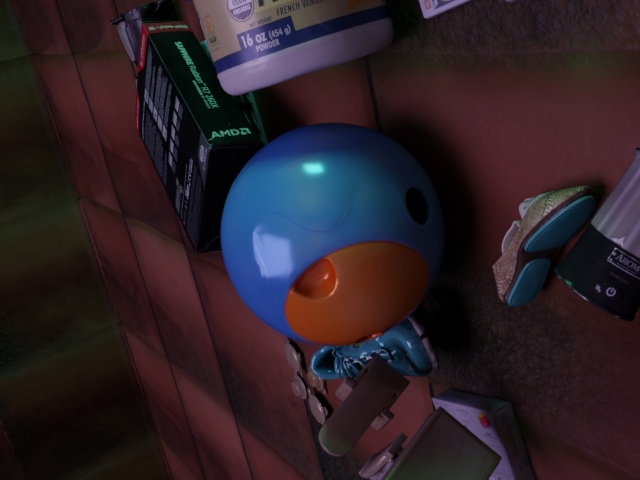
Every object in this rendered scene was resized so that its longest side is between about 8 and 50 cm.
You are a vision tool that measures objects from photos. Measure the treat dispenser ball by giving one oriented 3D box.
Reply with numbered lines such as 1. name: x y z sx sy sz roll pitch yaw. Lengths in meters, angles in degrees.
1. treat dispenser ball: 0.016 -0.008 1.103 0.288 0.288 0.288 44 146 40

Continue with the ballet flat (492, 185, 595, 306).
1. ballet flat: 0.235 -0.006 0.941 0.206 0.073 0.067 109 147 -50

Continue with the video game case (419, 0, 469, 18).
1. video game case: 0.142 -0.341 0.897 0.190 0.022 0.173 -2 109 63

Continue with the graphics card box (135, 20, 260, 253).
1. graphics card box: -0.223 -0.185 1.468 0.371 0.094 0.233 59 147 40

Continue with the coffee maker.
1. coffee maker: -0.312 -0.364 1.653 0.171 0.120 0.178 1 112 62

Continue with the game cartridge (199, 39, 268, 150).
1. game cartridge: -0.173 -0.222 1.575 0.196 0.060 0.294 3 113 58

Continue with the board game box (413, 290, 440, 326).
1. board game box: 0.099 0.086 1.299 0.141 0.048 0.170 59 154 19

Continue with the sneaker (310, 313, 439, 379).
1. sneaker: 0.076 0.169 1.231 0.107 0.110 0.275 63 153 -1

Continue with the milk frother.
1. milk frother: 0.297 -0.008 0.793 0.135 0.129 0.143 -59 16 18

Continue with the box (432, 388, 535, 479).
1. box: 0.240 0.312 1.220 0.145 0.038 0.186 -3 108 62

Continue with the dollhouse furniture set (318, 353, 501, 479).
1. dollhouse furniture set: 0.089 0.371 1.208 0.303 0.174 0.355 40 149 8

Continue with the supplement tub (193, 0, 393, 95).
1. supplement tub: -0.058 -0.357 1.034 0.228 0.228 0.316 3 113 62

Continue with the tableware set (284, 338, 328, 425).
1. tableware set: -0.028 0.291 1.748 0.168 0.020 0.141 39 140 47
